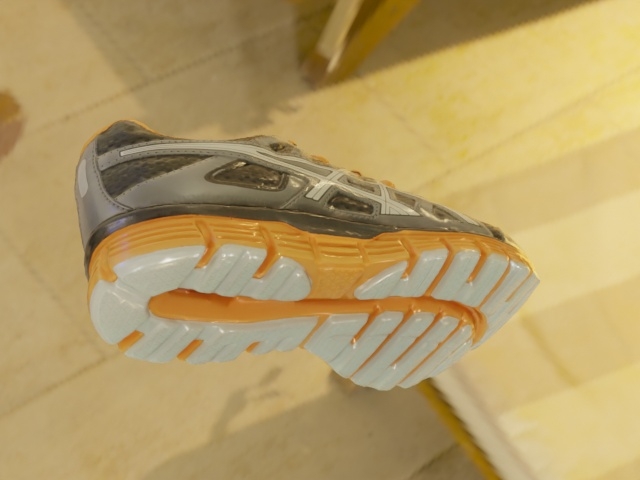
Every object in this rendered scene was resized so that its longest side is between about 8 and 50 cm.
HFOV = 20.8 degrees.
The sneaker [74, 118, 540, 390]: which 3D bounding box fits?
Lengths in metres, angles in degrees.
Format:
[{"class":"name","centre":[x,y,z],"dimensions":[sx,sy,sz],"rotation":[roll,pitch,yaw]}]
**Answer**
[{"class":"sneaker","centre":[0.000,0.000,0.668],"dimensions":[0.215,0.084,0.083],"rotation":[12,40,-41]}]
